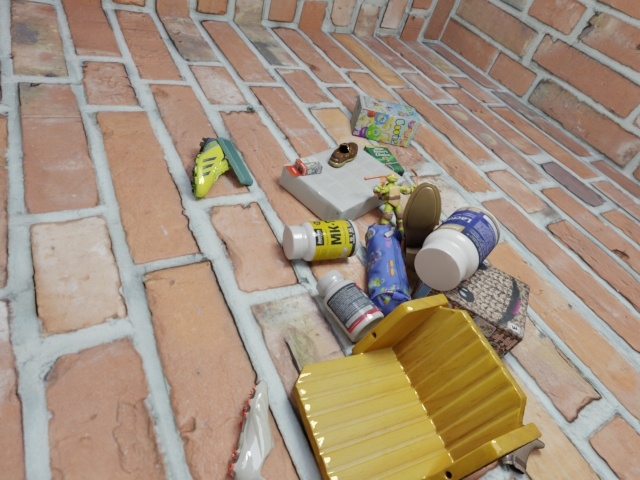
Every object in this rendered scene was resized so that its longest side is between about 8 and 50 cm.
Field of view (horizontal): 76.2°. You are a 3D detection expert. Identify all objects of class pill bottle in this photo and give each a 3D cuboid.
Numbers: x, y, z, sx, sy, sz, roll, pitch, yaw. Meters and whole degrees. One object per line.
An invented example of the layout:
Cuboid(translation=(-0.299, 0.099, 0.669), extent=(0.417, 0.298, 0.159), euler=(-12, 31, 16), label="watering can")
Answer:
Cuboid(translation=(0.072, 0.167, 1.082), extent=(0.108, 0.107, 0.180), euler=(-19, 56, -35), label="pill bottle")
Cuboid(translation=(0.000, 0.000, 1.221), extent=(0.209, 0.119, 0.119), euler=(-5, 48, -25), label="pill bottle")
Cuboid(translation=(0.370, 0.019, 1.105), extent=(0.153, 0.153, 0.265), euler=(38, 45, 18), label="pill bottle")

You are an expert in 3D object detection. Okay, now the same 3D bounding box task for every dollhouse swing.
Cuboid(translation=(0.172, 0.318, 0.848), extent=(0.305, 0.315, 0.346), euler=(12, 39, -40), label="dollhouse swing")

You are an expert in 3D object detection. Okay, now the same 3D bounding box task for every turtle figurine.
Cuboid(translation=(0.237, -0.138, 1.395), extent=(0.270, 0.217, 0.087), euler=(-9, 9, -41), label="turtle figurine")

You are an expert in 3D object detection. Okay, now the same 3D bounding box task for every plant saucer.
Cuboid(translation=(-0.291, -0.275, 1.402), extent=(0.192, 0.018, 0.067), euler=(59, 22, 12), label="plant saucer")

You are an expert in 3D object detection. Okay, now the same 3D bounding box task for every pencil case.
Cuboid(translation=(0.195, 0.080, 1.202), extent=(0.120, 0.133, 0.306), euler=(15, 43, -11), label="pencil case")

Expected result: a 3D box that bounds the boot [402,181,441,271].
Cuboid(translation=(0.314, -0.063, 1.273), extent=(0.109, 0.283, 0.220), euler=(1, 21, 13), label="boot")

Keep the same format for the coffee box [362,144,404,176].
Cuboid(translation=(0.264, -0.336, 1.726), extent=(0.113, 0.040, 0.184), euler=(-4, 47, -24), label="coffee box")

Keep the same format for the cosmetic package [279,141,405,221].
Cuboid(translation=(0.085, -0.215, 1.491), extent=(0.377, 0.097, 0.284), euler=(-28, 62, -39), label="cosmetic package")

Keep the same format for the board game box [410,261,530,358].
Cuboid(translation=(0.427, 0.170, 1.190), extent=(0.291, 0.141, 0.232), euler=(29, 43, 9), label="board game box")

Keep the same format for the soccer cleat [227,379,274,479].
Cuboid(translation=(-0.126, 0.382, 0.821), extent=(0.076, 0.068, 0.196), euler=(18, 49, -10), label="soccer cleat")

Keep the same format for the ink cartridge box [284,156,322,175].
Cuboid(translation=(-0.057, -0.252, 1.390), extent=(0.115, 0.029, 0.062), euler=(-12, 50, -30), label="ink cartridge box")

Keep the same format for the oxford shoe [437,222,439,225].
Cuboid(translation=(0.404, -0.117, 1.539), extent=(0.076, 0.076, 0.212), euler=(-12, 23, 23), label="oxford shoe")

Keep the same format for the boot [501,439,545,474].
Cuboid(translation=(0.468, 0.496, 0.949), extent=(0.119, 0.042, 0.086), euler=(20, 48, 1), label="boot")

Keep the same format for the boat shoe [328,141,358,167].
Cuboid(translation=(0.094, -0.327, 1.499), extent=(0.064, 0.060, 0.178), euler=(31, 43, 14), label="boat shoe")

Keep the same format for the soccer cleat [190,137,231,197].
Cuboid(translation=(-0.358, -0.247, 1.360), extent=(0.121, 0.093, 0.289), euler=(14, 43, -17), label="soccer cleat")

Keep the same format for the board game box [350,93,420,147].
Cuboid(translation=(0.292, -0.549, 1.882), extent=(0.276, 0.142, 0.144), euler=(10, 43, -10), label="board game box")
